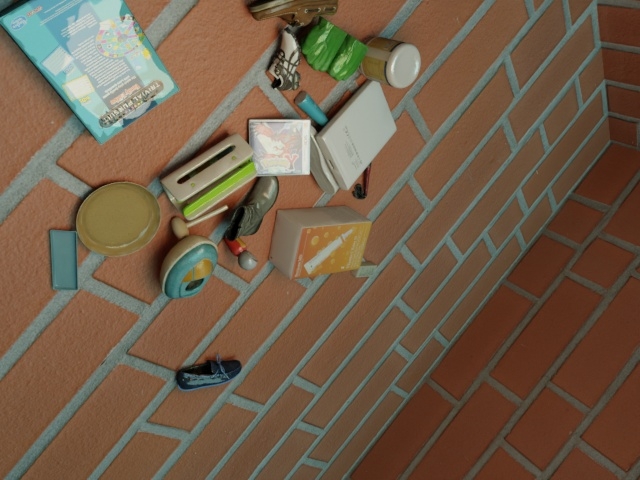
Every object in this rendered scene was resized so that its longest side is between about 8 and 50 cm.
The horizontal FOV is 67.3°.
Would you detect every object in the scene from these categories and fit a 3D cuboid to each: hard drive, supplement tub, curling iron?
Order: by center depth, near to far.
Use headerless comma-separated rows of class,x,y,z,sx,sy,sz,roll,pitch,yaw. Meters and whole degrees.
supplement tub,0.223,-0.606,1.630,0.144,0.200,0.144,-21,129,-29
hard drive,0.137,-0.383,1.722,0.353,0.047,0.233,-51,131,-26
curling iron,0.178,-0.285,1.916,0.068,0.035,0.274,-11,123,-36

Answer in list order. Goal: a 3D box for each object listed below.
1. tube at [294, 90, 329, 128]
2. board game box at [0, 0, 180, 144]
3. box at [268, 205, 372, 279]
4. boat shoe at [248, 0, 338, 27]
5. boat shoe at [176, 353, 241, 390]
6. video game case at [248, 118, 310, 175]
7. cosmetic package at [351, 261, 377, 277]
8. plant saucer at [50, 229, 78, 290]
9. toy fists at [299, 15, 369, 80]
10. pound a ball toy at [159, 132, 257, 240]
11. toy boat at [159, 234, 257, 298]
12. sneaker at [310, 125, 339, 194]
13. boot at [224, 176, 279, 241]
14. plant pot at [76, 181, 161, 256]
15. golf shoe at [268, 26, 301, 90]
tube,-0.005,-0.425,1.647,0.052,0.080,0.207,-35,137,19
board game box,-0.542,-0.443,1.161,0.254,0.079,0.336,-40,136,-14
box,0.000,0.000,1.847,0.345,0.168,0.215,-7,120,-38
boat shoe,-0.063,-0.676,1.404,0.307,0.111,0.104,-29,131,-24
boat shoe,-0.419,0.507,1.855,0.258,0.109,0.089,-12,120,-38
video game case,-0.132,-0.303,1.571,0.201,0.023,0.183,-4,110,-14
cosmetic package,0.198,0.132,2.195,0.115,0.041,0.060,1,115,-41
plant saucer,-0.719,0.055,1.356,0.067,0.018,0.192,4,115,-17
toy fists,0.038,-0.597,1.523,0.279,0.096,0.142,-4,132,-58
pound a ball toy,-0.355,-0.171,1.484,0.319,0.136,0.208,-37,160,-17
toy boat,-0.360,0.076,1.566,0.318,0.148,0.267,-24,155,-39
sneaker,0.024,-0.327,1.725,0.169,0.108,0.292,-51,135,-25
boot,-0.224,-0.110,1.592,0.246,0.083,0.161,-65,170,13
plant pot,-0.585,-0.064,1.400,0.236,0.032,0.236,-21,128,-29
golf shoe,-0.111,-0.541,1.461,0.094,0.077,0.198,-19,139,-18
